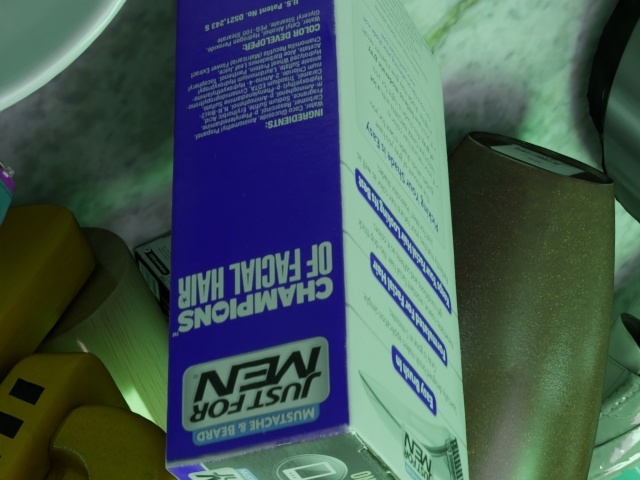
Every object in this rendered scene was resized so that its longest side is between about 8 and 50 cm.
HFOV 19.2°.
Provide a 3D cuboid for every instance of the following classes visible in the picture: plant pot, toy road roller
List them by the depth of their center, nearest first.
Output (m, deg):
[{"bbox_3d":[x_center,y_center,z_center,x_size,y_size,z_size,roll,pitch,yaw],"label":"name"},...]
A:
[{"bbox_3d":[-0.129,0.144,1.038,0.329,0.240,0.202,-60,137,-41],"label":"toy road roller"},{"bbox_3d":[0.116,0.049,1.322,0.215,0.215,0.230,6,106,-44],"label":"plant pot"}]

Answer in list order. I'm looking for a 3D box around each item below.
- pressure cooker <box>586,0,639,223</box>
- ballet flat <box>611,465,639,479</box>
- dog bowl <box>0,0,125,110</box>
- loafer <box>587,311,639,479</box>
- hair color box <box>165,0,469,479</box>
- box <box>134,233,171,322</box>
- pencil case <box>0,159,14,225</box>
[{"bbox_3d":[0.441,-0.053,1.307,0.370,0.420,0.375,-27,139,-17],"label":"pressure cooker"},{"bbox_3d":[0.334,0.250,1.775,0.083,0.087,0.247,-40,142,-3],"label":"ballet flat"},{"bbox_3d":[-0.202,-0.178,0.827,0.265,0.104,0.265,-16,129,-21],"label":"dog bowl"},{"bbox_3d":[0.263,0.111,1.554,0.319,0.112,0.111,-31,99,11],"label":"loafer"},{"bbox_3d":[0.000,0.000,1.044,0.110,0.339,0.185,-15,145,17],"label":"hair color box"},{"bbox_3d":[-0.017,0.056,1.182,0.114,0.207,0.036,-24,139,-22],"label":"box"},{"bbox_3d":[-0.211,-0.067,1.011,0.070,0.064,0.152,-20,139,-8],"label":"pencil case"}]
